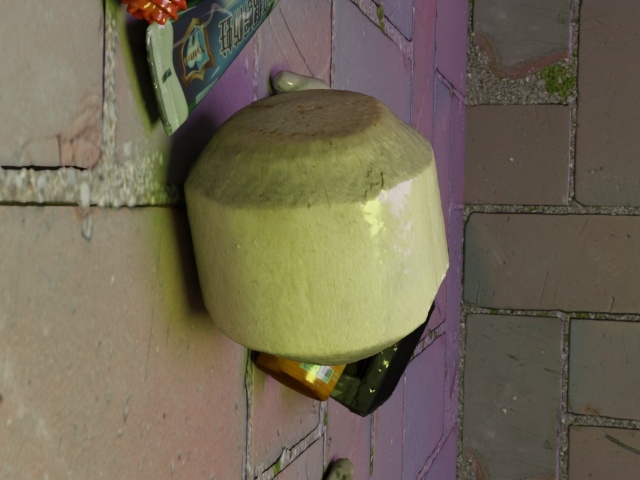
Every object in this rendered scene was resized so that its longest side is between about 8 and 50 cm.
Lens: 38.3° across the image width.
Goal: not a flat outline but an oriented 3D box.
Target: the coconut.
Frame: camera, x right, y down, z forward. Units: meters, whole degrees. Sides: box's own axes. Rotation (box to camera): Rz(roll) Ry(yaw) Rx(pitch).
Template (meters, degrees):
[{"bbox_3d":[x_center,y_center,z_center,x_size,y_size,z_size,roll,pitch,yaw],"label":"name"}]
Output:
[{"bbox_3d":[0.000,0.000,0.867,0.237,0.237,0.266,-57,142,-62],"label":"coconut"}]

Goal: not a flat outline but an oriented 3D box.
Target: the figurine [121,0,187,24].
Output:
[{"bbox_3d":[-0.091,-0.270,0.764,0.245,0.110,0.138,-74,178,-61],"label":"figurine"}]

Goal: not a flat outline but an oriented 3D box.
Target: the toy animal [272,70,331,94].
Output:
[{"bbox_3d":[-0.010,-0.108,1.044,0.131,0.127,0.181,80,7,-56],"label":"toy animal"}]

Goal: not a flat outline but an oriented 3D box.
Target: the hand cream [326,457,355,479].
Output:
[{"bbox_3d":[0.013,0.376,1.352,0.165,0.037,0.057,-51,141,-56],"label":"hand cream"}]

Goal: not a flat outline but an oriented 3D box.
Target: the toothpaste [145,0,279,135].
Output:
[{"bbox_3d":[-0.077,-0.237,0.887,0.392,0.061,0.098,-66,156,-50],"label":"toothpaste"}]

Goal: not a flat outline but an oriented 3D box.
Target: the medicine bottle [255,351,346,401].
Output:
[{"bbox_3d":[0.009,0.081,1.065,0.192,0.096,0.096,-62,157,-14],"label":"medicine bottle"}]

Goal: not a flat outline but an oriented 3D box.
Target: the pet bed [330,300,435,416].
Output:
[{"bbox_3d":[0.043,0.113,1.225,0.183,0.159,0.211,-65,165,9],"label":"pet bed"}]
